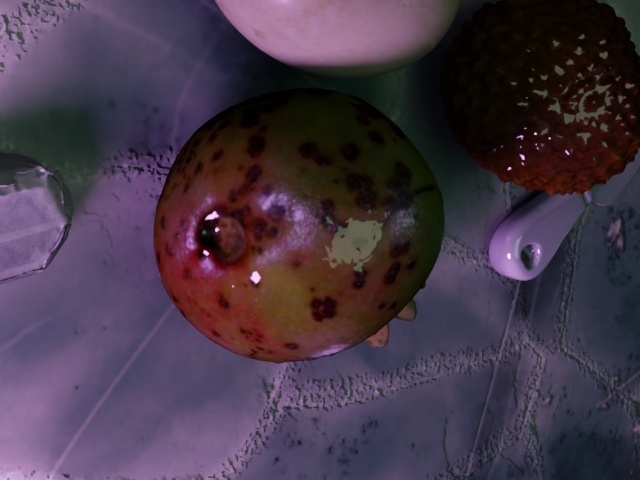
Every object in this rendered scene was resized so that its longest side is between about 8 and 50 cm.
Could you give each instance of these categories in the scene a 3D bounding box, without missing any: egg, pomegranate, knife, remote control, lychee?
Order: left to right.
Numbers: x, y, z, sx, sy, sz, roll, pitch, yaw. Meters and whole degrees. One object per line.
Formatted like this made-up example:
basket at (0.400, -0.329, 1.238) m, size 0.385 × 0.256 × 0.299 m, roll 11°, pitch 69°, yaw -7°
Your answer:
remote control at (-0.304, 0.001, 1.096) m, size 0.247 × 0.052 × 0.104 m, roll -19°, pitch 113°, yaw -35°
egg at (0.009, -0.232, 1.183) m, size 0.253 × 0.186 × 0.187 m, roll 23°, pitch 87°, yaw -36°
pomegranate at (0.012, -0.005, 1.215) m, size 0.306 × 0.242 × 0.242 m, roll 14°, pitch 93°, yaw -41°
lychee at (0.226, -0.143, 1.369) m, size 0.238 × 0.200 × 0.200 m, roll -5°, pitch 105°, yaw -21°
knife at (0.299, -0.068, 1.539) m, size 0.331 × 0.044 × 0.080 m, roll -41°, pitch 122°, yaw -26°
